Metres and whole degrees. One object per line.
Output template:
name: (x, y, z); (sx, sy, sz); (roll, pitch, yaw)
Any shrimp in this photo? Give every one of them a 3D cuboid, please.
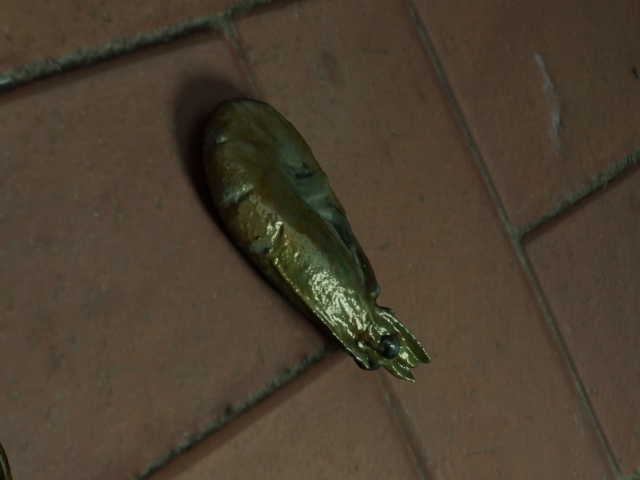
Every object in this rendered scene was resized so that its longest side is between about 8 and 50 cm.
shrimp: (0.000, 0.000, 1.511); (0.317, 0.077, 0.168); (53, 35, -15)

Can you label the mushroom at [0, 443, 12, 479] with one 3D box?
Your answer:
mushroom: (-0.257, 0.170, 1.104); (0.123, 0.052, 0.123); (36, 45, -47)
